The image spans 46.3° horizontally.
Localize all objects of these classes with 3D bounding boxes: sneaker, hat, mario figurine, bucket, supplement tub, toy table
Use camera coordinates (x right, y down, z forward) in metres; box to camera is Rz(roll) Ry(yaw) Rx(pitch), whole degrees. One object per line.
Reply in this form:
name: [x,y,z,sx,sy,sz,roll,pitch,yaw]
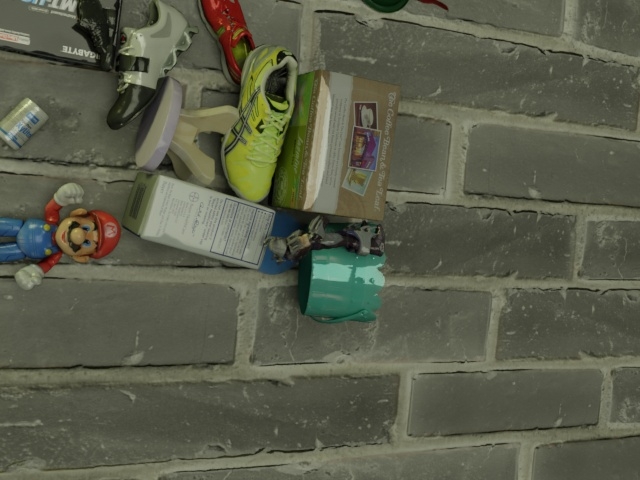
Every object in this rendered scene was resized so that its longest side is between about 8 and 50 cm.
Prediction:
sneaker: [-0.509,-0.470,1.678,0.089,0.051,0.170,6,90,-26]
sneaker: [-0.143,-0.276,1.779,0.145,0.147,0.384,4,100,-25]
sneaker: [-0.430,-0.414,1.743,0.146,0.122,0.330,39,69,-35]
hat: [0.220,-0.699,1.972,0.209,0.183,0.172,12,90,-24]
mario figurine: [-0.614,-0.011,1.683,0.321,0.170,0.198,-5,132,-16]
bucket: [0.047,0.080,1.932,0.183,0.281,0.281,4,94,-9]
sneaker: [-0.209,-0.516,1.839,0.107,0.118,0.279,-27,106,-20]
supplement tub: [-0.675,-0.262,1.688,0.071,0.071,0.107,45,79,-21]
toy table: [-0.324,-0.249,1.764,0.161,0.252,0.274,24,53,-30]

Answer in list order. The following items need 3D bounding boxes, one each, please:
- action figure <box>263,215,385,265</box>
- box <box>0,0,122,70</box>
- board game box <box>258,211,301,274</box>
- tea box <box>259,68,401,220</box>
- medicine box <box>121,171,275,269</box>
action figure: [0.000,0.000,1.736,0.285,0.185,0.099,-3,84,-25]
box: [-0.601,-0.556,1.691,0.296,0.073,0.293,8,91,-24]
board game box: [-0.122,0.005,1.983,0.133,0.033,0.168,2,100,-29]
tea box: [0.015,-0.230,1.857,0.220,0.323,0.328,6,92,-24]
medicine box: [-0.293,-0.050,1.773,0.289,0.263,0.149,18,89,-24]
